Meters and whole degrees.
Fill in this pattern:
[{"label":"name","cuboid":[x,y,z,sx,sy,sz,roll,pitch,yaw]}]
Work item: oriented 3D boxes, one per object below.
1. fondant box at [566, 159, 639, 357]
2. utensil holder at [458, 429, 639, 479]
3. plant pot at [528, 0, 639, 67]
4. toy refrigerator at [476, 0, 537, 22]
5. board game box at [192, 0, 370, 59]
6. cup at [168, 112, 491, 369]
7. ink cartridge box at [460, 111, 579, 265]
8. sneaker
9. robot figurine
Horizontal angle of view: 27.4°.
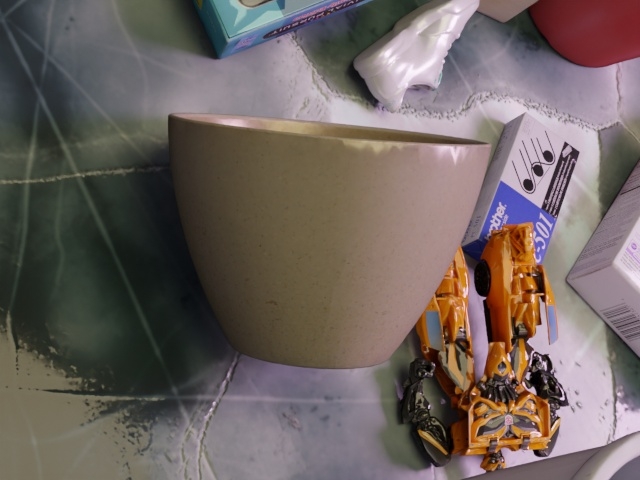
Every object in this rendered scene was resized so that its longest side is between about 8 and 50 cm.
[{"label":"fondant box","cuboid":[0.503,0.014,1.766,0.238,0.096,0.330,46,57,-11]},{"label":"utensil holder","cuboid":[0.243,0.377,1.306,0.328,0.385,0.327,11,68,-28]},{"label":"plant pot","cuboid":[0.421,-0.366,1.754,0.275,0.243,0.275,10,69,-28]},{"label":"toy refrigerator","cuboid":[0.161,-0.390,1.694,0.270,0.094,0.102,21,64,-25]},{"label":"board game box","cuboid":[-0.069,-0.413,1.524,0.254,0.079,0.336,-23,87,-15]},{"label":"cup","cuboid":[0.000,0.000,1.358,0.331,0.331,0.237,1,98,-31]},{"label":"ink cartridge box","cuboid":[0.254,-0.053,1.665,0.097,0.046,0.207,34,60,-16]},{"label":"sneaker","cuboid":[0.133,-0.237,1.646,0.212,0.080,0.094,-40,108,-28]},{"label":"robot figurine","cuboid":[0.191,0.126,1.523,0.211,0.085,0.291,-2,80,-19]}]
